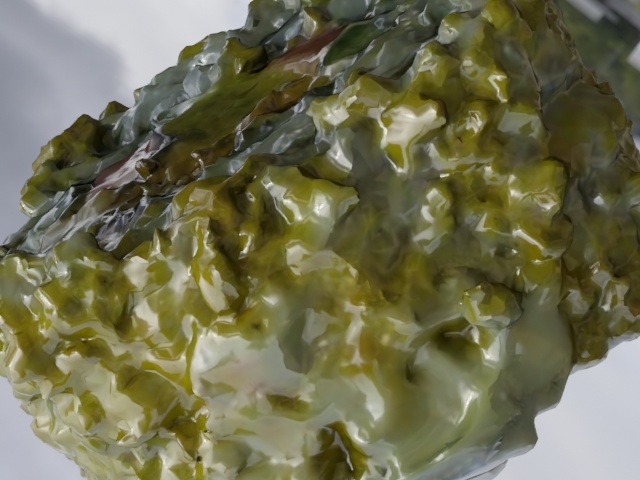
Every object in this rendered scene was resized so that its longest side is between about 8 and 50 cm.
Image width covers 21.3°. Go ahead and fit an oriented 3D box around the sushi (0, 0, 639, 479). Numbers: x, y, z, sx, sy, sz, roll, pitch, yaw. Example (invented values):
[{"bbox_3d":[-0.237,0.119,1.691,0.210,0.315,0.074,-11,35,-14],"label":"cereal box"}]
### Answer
[{"bbox_3d":[0.000,0.000,0.995,0.240,0.396,0.351,56,-177,-20],"label":"sushi"}]
